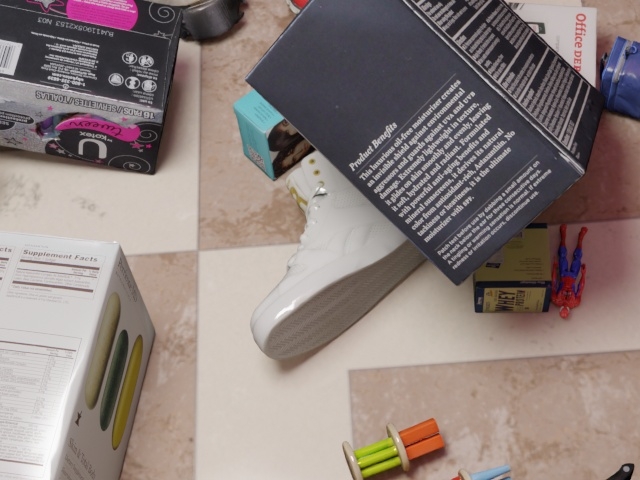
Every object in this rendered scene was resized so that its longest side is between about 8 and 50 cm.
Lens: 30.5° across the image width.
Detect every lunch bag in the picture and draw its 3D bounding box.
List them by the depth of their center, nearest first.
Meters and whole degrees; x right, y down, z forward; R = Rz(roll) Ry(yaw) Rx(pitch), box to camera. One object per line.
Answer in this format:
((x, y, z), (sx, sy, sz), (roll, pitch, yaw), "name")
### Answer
((0.363, -0.195, 1.393), (0.065, 0.098, 0.067), (17, 67, 18), "lunch bag")

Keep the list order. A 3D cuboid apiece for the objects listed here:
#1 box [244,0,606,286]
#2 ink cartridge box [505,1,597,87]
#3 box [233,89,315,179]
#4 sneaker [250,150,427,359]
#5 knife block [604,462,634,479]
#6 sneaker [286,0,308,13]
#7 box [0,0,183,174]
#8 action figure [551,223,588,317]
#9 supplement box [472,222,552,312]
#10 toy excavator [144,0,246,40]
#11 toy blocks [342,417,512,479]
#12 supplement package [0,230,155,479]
((0.120, -0.155, 1.210), (0.294, 0.183, 0.296), (45, 26, -2), "box")
((0.230, -0.210, 1.420), (0.203, 0.086, 0.148), (4, 59, 8), "ink cartridge box")
((0.012, -0.185, 1.415), (0.244, 0.100, 0.060), (-38, 63, -17), "box")
((0.000, 0.000, 1.308), (0.292, 0.108, 0.169), (-36, 60, -27), "sneaker")
((0.256, 0.337, 1.081), (0.242, 0.088, 0.276), (11, 60, 12), "knife block")
((0.013, -0.410, 1.542), (0.107, 0.118, 0.279), (7, 59, 9), "sneaker")
((-0.301, -0.196, 1.394), (0.247, 0.142, 0.163), (10, 59, -7), "box")
((0.275, 0.035, 1.302), (0.038, 0.030, 0.115), (10, 62, 5), "action figure")
((0.210, 0.030, 1.292), (0.083, 0.056, 0.083), (-1, 58, 5), "supplement box")
((-0.325, -0.387, 1.532), (0.445, 0.222, 0.433), (11, 60, 27), "toy excavator")
((0.110, 0.232, 1.178), (0.148, 0.054, 0.123), (-19, 59, -7), "toy blocks")
((-0.303, 0.152, 1.175), (0.198, 0.199, 0.263), (5, 59, 8), "supplement package")
